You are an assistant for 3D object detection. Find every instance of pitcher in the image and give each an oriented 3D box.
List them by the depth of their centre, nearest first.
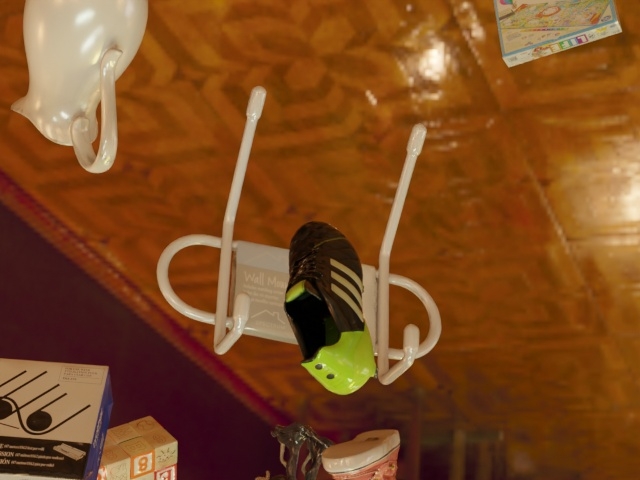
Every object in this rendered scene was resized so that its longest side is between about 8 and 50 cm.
[{"bbox_3d":[-0.244,-0.191,1.335,0.125,0.178,0.207,-7,131,-42],"label":"pitcher"}]

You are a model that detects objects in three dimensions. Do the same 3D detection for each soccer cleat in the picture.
[{"bbox_3d":[0.000,0.041,0.996,0.060,0.179,0.072,-36,132,20],"label":"soccer cleat"}]

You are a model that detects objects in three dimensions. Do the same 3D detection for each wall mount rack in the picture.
[{"bbox_3d":[0.000,0.000,1.457,0.350,0.304,0.130,12,149,-17],"label":"wall mount rack"}]

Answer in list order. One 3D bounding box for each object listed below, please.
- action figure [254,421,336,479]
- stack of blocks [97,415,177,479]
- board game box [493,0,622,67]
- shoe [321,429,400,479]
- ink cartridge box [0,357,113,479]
[{"bbox_3d":[-0.071,0.409,1.896,0.141,0.275,0.164,29,173,40],"label":"action figure"},{"bbox_3d":[-0.370,0.402,1.957,0.297,0.171,0.087,-14,-150,-35],"label":"stack of blocks"},{"bbox_3d":[0.308,-0.298,1.662,0.154,0.103,0.026,-15,151,21],"label":"board game box"},{"bbox_3d":[0.051,0.260,1.390,0.063,0.081,0.178,-6,178,18],"label":"shoe"},{"bbox_3d":[-0.253,0.128,0.867,0.207,0.097,0.046,4,135,0],"label":"ink cartridge box"}]
